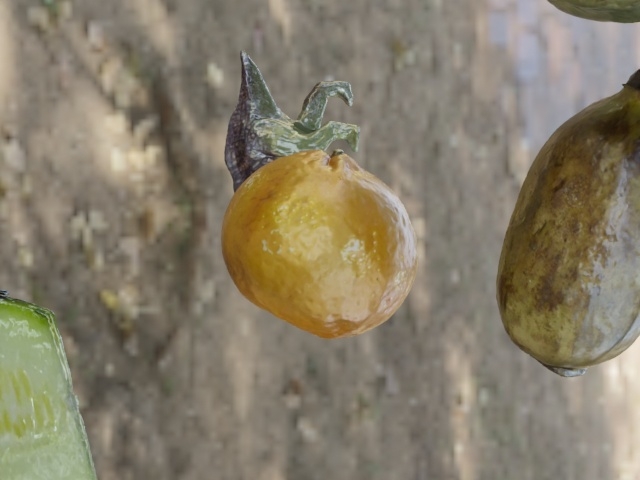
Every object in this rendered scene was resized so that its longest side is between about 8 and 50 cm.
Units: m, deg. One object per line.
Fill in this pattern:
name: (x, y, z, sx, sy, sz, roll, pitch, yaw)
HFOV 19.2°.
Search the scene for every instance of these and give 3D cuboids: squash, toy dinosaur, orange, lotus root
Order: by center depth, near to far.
squash: (-0.321, 0.150, 1.491, 0.309, 0.210, 0.234, 57, 18, -80)
lotus root: (0.227, -0.018, 1.520, 0.128, 0.145, 0.260, 8, 107, -40)
orange: (0.000, 0.004, 1.648, 0.155, 0.177, 0.177, -53, 163, 9)
toy dinosaur: (-0.032, -0.087, 2.233, 0.077, 0.162, 0.294, 86, -2, -64)

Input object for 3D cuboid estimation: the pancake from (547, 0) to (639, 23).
pancake: (0.278, -0.254, 1.410, 0.049, 0.294, 0.294, 52, 36, -24)
